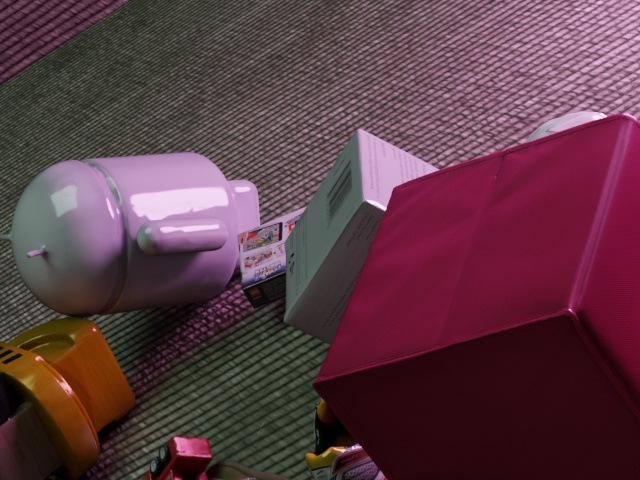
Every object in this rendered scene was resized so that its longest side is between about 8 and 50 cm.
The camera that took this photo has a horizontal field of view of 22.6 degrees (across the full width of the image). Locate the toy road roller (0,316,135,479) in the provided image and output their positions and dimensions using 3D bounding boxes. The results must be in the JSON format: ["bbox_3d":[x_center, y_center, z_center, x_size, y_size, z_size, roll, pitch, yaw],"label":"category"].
[{"bbox_3d":[-0.387,0.206,2.010,0.240,0.203,0.329,-36,27,-28],"label":"toy road roller"}]

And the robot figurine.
[{"bbox_3d":[-0.245,-0.009,2.064,0.353,0.200,0.300,-6,1,-36],"label":"robot figurine"}]

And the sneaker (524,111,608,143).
[{"bbox_3d":[0.243,-0.043,1.762,0.232,0.090,0.115,-42,31,10],"label":"sneaker"}]

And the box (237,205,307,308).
[{"bbox_3d":[0.000,0.000,1.961,0.207,0.036,0.114,-22,37,11],"label":"box"}]

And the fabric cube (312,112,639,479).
[{"bbox_3d":[0.192,0.089,1.382,0.259,0.254,0.258,-18,31,34],"label":"fabric cube"}]

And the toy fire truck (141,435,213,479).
[{"bbox_3d":[-0.140,0.280,1.665,0.192,0.047,0.135,-55,39,37],"label":"toy fire truck"}]

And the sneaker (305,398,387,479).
[{"bbox_3d":[0.048,0.172,1.616,0.088,0.093,0.225,-21,29,31],"label":"sneaker"}]

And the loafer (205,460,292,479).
[{"bbox_3d":[-0.079,0.265,1.662,0.148,0.056,0.050,-5,34,49],"label":"loafer"}]

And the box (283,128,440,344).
[{"bbox_3d":[0.051,0.005,1.794,0.182,0.119,0.181,-57,16,25],"label":"box"}]
